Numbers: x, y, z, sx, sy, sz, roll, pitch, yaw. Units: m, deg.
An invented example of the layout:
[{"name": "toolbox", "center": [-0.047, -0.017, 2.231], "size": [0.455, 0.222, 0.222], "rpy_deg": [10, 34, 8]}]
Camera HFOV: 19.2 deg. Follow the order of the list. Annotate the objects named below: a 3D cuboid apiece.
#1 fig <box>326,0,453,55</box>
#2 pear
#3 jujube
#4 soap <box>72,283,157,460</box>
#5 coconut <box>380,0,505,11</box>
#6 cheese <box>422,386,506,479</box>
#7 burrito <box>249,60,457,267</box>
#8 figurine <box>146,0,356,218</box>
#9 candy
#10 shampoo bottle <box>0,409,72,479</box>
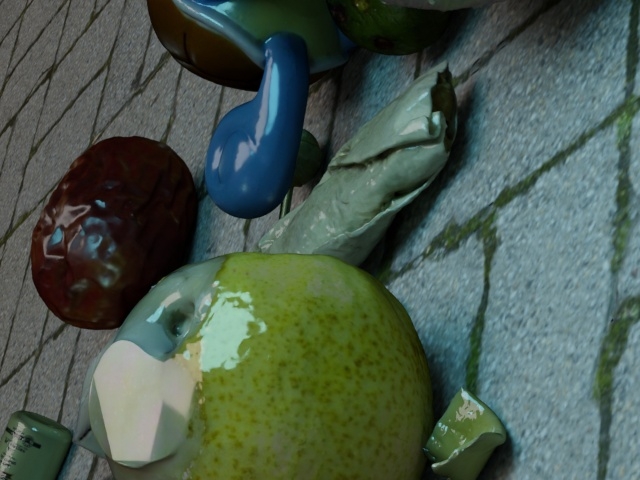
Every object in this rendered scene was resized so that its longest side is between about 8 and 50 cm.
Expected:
[{"name": "fig", "center": [0.077, -0.232, 1.674], "size": [0.156, 0.123, 0.123], "rpy_deg": [-34, -8, -44]}, {"name": "pear", "center": [-0.038, 0.137, 1.412], "size": [0.271, 0.271, 0.271], "rpy_deg": [-51, 26, 37]}, {"name": "jujube", "center": [-0.225, -0.011, 2.089], "size": [0.174, 0.174, 0.250], "rpy_deg": [-53, 6, 34]}, {"name": "soap", "center": [-0.194, 0.143, 2.000], "size": [0.183, 0.064, 0.121], "rpy_deg": [-48, 27, 41]}, {"name": "coconut", "center": [0.087, -0.359, 1.393], "size": [0.404, 0.405, 0.404], "rpy_deg": [-51, 26, 37]}, {"name": "cheese", "center": [0.102, 0.145, 1.307], "size": [0.060, 0.041, 0.084], "rpy_deg": [-56, 7, 9]}, {"name": "burrito", "center": [0.000, 0.000, 1.640], "size": [0.392, 0.076, 0.117], "rpy_deg": [-49, 15, 37]}, {"name": "figurine", "center": [-0.060, -0.231, 1.799], "size": [0.243, 0.298, 0.416], "rpy_deg": [-58, 37, 39]}, {"name": "candy", "center": [-0.037, -0.013, 1.811], "size": [0.061, 0.061, 0.202], "rpy_deg": [-22, 57, 62]}, {"name": "shampoo bottle", "center": [-0.357, 0.286, 2.228], "size": [0.162, 0.079, 0.079], "rpy_deg": [-66, 21, 1]}]
